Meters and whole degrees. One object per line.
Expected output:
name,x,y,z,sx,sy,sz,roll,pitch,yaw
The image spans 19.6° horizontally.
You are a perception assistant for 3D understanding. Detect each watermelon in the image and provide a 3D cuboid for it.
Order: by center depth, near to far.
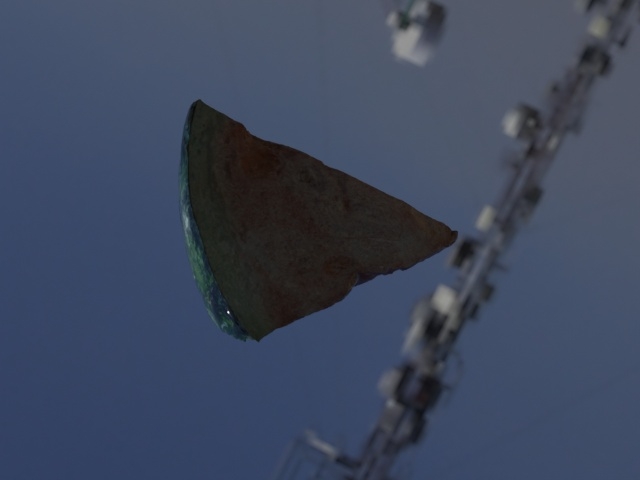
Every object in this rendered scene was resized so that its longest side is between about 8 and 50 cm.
watermelon,-0.020,0.012,1.308,0.202,0.136,0.207,26,177,14
